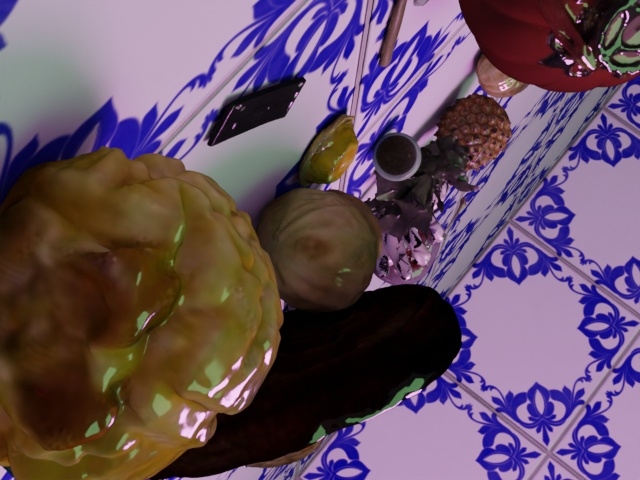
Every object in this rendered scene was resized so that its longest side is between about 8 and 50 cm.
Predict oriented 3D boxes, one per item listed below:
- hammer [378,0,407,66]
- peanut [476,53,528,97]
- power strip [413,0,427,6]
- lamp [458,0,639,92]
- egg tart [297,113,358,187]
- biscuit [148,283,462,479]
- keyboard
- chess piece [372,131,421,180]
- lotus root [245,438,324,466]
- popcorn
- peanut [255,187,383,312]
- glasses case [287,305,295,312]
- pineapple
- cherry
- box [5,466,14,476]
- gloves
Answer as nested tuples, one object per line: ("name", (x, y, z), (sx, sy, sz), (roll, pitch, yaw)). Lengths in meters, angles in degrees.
("hammer", (0.085, -0.251, 1.414), (0.062, 0.013, 0.199), (-46, 166, -26))
("peanut", (0.299, -0.274, 1.999), (0.194, 0.083, 0.093), (-37, 161, -53))
("power strip", (0.121, -0.291, 1.419), (0.055, 0.035, 0.083), (-47, 180, -24))
("lamp", (0.305, -0.309, 1.471), (0.303, 0.257, 0.303), (-14, 138, -13))
("egg tart", (0.014, -0.101, 1.524), (0.105, 0.039, 0.105), (-48, 166, -16))
("biscuit", (-0.040, 0.142, 1.446), (0.407, 0.091, 0.407), (-20, -173, 2))
("keyboard", (-0.060, -0.125, 1.235), (0.053, 0.010, 0.155), (-57, 168, 27))
("chess piece", (0.108, -0.115, 1.796), (0.067, 0.067, 0.103), (-53, 177, 4))
("lotus root", (-0.077, 0.279, 2.044), (0.173, 0.173, 0.309), (-50, 165, -11))
("popcorn", (-0.157, 0.073, 0.971), (0.265, 0.225, 0.332), (-55, -179, -12))
("peanut", (0.000, 0.000, 1.522), (0.148, 0.147, 0.319), (-55, 180, 12))
("glasses case", (0.012, 0.141, 1.998), (0.074, 0.131, 0.323), (-46, 167, -17))
("pineapple", (0.177, -0.118, 1.944), (0.119, 0.130, 0.277), (-19, -158, 52))
("cherry", (0.159, -0.008, 2.171), (0.188, 0.115, 0.148), (-54, 162, -2))
("box", (-0.207, 0.136, 1.239), (0.245, 0.092, 0.153), (-49, 168, -16))
("gloves", (0.135, -0.034, 2.031), (0.127, 0.111, 0.212), (-12, -147, 52))
